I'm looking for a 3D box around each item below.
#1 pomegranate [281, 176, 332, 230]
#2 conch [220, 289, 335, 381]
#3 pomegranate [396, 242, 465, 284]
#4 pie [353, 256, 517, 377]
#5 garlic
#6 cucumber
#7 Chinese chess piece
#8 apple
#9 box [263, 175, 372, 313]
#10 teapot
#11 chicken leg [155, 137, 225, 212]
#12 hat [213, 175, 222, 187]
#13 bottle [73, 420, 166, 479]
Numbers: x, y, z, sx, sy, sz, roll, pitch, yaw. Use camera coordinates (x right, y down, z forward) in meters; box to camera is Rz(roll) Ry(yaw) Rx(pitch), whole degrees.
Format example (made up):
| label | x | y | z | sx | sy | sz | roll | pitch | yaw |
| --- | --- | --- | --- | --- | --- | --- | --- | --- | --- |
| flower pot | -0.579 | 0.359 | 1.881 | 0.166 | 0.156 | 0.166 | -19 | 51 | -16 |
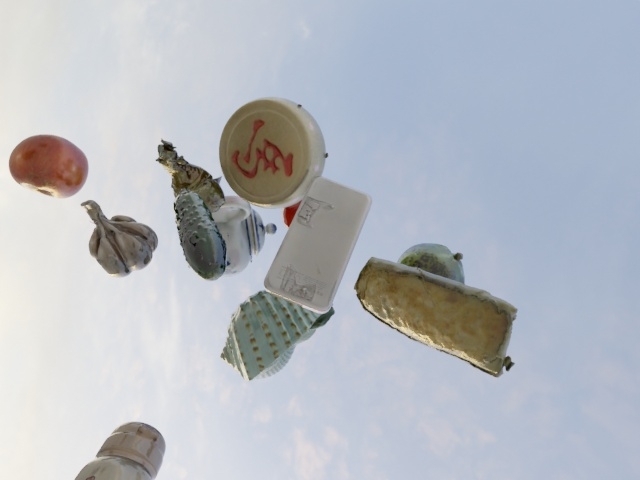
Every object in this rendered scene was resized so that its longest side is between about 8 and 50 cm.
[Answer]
| label | x | y | z | sx | sy | sz | roll | pitch | yaw |
| --- | --- | --- | --- | --- | --- | --- | --- | --- | --- |
| pomegranate | -0.008 | -0.095 | 1.402 | 0.221 | 0.257 | 0.220 | -22 | -130 | 29 |
| conch | -0.133 | 0.232 | 1.173 | 0.215 | 0.303 | 0.319 | 44 | -103 | 4 |
| pomegranate | 0.308 | 0.123 | 1.307 | 0.204 | 0.222 | 0.277 | -53 | -168 | -33 |
| pie | 0.176 | 0.114 | 0.691 | 0.283 | 0.069 | 0.128 | 20 | -75 | 36 |
| garlic | -0.430 | -0.011 | 0.908 | 0.127 | 0.131 | 0.194 | 25 | -40 | 38 |
| cucumber | -0.199 | -0.020 | 0.689 | 0.069 | 0.069 | 0.227 | -54 | -137 | 19 |
| Chinese chess piece | -0.118 | -0.211 | 1.035 | 0.274 | 0.102 | 0.272 | 3 | -81 | 21 |
| apple | -0.657 | -0.182 | 1.041 | 0.164 | 0.163 | 0.138 | 5 | -108 | 39 |
| box | 0.000 | 0.000 | 0.881 | 0.142 | 0.044 | 0.284 | 21 | -114 | 6 |
| teapot | -0.273 | -0.018 | 1.316 | 0.423 | 0.281 | 0.252 | 103 | -24 | -63 |
| chicken leg | -0.307 | -0.134 | 0.982 | 0.103 | 0.227 | 0.088 | -35 | -125 | 4 |
| hat | -0.321 | -0.162 | 1.296 | 0.042 | 0.058 | 0.087 | 62 | -31 | 1 |
| bottle | -0.258 | 0.321 | 0.502 | 0.110 | 0.097 | 0.209 | -48 | -167 | 25 |
